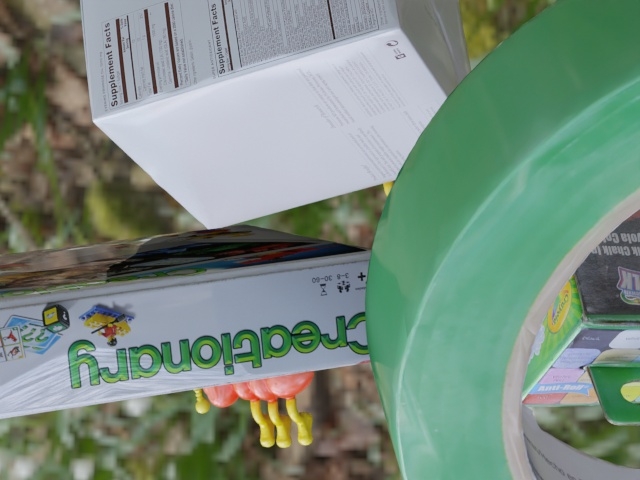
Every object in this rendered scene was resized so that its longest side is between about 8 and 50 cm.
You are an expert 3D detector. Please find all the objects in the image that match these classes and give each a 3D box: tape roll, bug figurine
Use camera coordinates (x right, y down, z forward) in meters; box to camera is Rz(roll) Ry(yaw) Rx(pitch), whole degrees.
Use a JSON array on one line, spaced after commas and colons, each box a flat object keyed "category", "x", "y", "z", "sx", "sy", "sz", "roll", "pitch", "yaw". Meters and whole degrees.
[{"category": "tape roll", "x": 0.181, "y": 0.031, "z": 0.796, "sx": 0.321, "sy": 0.077, "sz": 0.321, "roll": -5, "pitch": 125, "yaw": -7}, {"category": "bug figurine", "x": 0.000, "y": 0.000, "z": 1.408, "sx": 0.216, "sy": 0.279, "sz": 0.072, "roll": -9, "pitch": 159, "yaw": 25}]

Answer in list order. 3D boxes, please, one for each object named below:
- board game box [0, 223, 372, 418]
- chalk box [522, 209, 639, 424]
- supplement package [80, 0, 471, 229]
[{"category": "board game box", "x": -0.142, "y": 0.040, "z": 0.896, "sx": 0.305, "sy": 0.053, "sz": 0.193, "roll": -7, "pitch": -173, "yaw": -20}, {"category": "chalk box", "x": 0.204, "y": 0.037, "z": 1.377, "sx": 0.132, "sy": 0.213, "sz": 0.132, "roll": 2, "pitch": 151, "yaw": -19}, {"category": "supplement package", "x": -0.024, "y": -0.129, "z": 1.287, "sx": 0.203, "sy": 0.149, "sz": 0.194, "roll": -15, "pitch": 154, "yaw": 15}]
